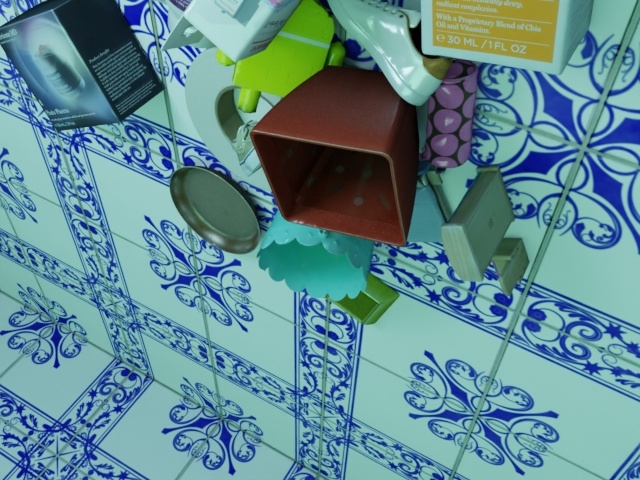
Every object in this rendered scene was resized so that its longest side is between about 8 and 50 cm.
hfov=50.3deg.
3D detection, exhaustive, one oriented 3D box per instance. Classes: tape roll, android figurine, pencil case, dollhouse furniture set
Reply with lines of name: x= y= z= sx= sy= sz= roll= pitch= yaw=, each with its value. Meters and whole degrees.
tape roll: x=-0.139 y=-0.282 z=1.570 sx=0.391 sy=0.072 sz=0.392 roll=24 pitch=142 yaw=20
android figurine: x=-0.073 y=-0.372 z=1.331 sx=0.248 sy=0.056 sz=0.273 roll=10 pitch=118 yaw=-14
pencil case: x=0.238 y=-0.234 z=1.276 sx=0.098 sy=0.095 sz=0.209 roll=5 pitch=132 yaw=10
dollhouse furniture set: x=0.235 y=-0.001 z=1.444 sx=0.303 sy=0.198 sz=0.287 roll=1 pitch=130 yaw=40

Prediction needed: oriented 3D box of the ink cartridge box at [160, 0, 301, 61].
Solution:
ink cartridge box: x=-0.097 y=-0.425 z=1.142 sx=0.119 sy=0.207 sz=0.353 roll=41 pitch=113 yaw=-6

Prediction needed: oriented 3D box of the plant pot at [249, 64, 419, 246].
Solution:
plant pot: x=0.061 y=-0.180 z=1.300 sx=0.267 sy=0.236 sz=0.267 roll=13 pitch=148 yaw=21

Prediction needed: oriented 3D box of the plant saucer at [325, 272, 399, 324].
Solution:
plant saucer: x=0.095 y=0.148 z=1.852 sx=0.188 sy=0.045 sz=0.188 roll=36 pitch=144 yaw=4

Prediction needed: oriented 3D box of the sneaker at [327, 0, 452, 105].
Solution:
sneaker: x=0.126 y=-0.383 z=1.193 sx=0.290 sy=0.105 sz=0.123 roll=52 pitch=128 yaw=11

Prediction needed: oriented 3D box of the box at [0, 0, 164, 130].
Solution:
box: x=-0.603 y=-0.448 z=1.697 sx=0.296 sy=0.183 sz=0.294 roll=1 pitch=129 yaw=39

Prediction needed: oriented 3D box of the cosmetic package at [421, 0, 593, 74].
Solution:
cosmetic package: x=0.267 y=-0.479 z=0.936 sx=0.230 sy=0.161 sz=0.454 roll=17 pitch=138 yaw=27

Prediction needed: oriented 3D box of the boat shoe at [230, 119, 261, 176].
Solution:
boat shoe: x=-0.140 y=-0.205 z=1.449 sx=0.094 sy=0.109 sz=0.302 roll=50 pitch=163 yaw=-7

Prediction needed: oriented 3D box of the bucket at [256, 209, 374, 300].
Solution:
bucket: x=0.000 y=0.000 z=1.603 sx=0.281 sy=0.183 sz=0.281 roll=14 pitch=152 yaw=7

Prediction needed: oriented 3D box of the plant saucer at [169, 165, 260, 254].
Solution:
plant saucer: x=-0.288 y=-0.092 z=1.919 sx=0.310 sy=0.050 sz=0.311 roll=23 pitch=140 yaw=20

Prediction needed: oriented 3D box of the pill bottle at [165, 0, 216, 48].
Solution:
pill bottle: x=-0.212 y=-0.520 z=1.294 sx=0.169 sy=0.169 sz=0.302 roll=35 pitch=143 yaw=4
